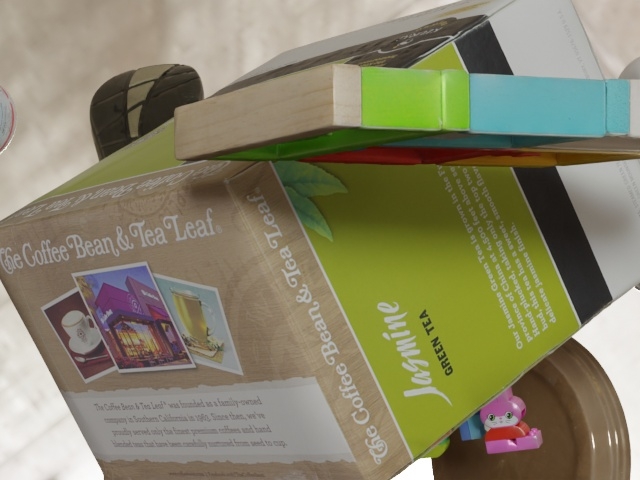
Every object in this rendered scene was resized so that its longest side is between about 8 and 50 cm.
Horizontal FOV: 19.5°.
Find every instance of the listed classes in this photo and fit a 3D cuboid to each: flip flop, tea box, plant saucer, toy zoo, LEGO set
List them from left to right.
[{"bbox_3d":[-0.150,-0.063,1.745,0.080,0.112,0.277,85,-8,-49],"label":"flip flop"},{"bbox_3d":[0.000,0.000,1.293,0.329,0.323,0.220,-8,-70,54],"label":"tea box"},{"bbox_3d":[0.090,0.146,1.704,0.087,0.227,0.093,-28,107,-68],"label":"LEGO set"},{"bbox_3d":[0.095,-0.060,0.963,0.192,0.293,0.030,-5,-94,63],"label":"toy zoo"},{"bbox_3d":[0.210,0.226,1.973,0.041,0.278,0.278,1,32,-40],"label":"plant saucer"}]

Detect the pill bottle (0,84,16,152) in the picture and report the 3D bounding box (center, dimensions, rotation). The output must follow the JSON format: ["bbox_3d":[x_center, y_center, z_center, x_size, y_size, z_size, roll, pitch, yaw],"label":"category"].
[{"bbox_3d":[-0.365,-0.123,1.784,0.087,0.087,0.160,50,13,16],"label":"pill bottle"}]

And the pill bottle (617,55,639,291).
[{"bbox_3d":[0.401,-0.055,1.444,0.188,0.334,0.188,178,-90,-83],"label":"pill bottle"}]
